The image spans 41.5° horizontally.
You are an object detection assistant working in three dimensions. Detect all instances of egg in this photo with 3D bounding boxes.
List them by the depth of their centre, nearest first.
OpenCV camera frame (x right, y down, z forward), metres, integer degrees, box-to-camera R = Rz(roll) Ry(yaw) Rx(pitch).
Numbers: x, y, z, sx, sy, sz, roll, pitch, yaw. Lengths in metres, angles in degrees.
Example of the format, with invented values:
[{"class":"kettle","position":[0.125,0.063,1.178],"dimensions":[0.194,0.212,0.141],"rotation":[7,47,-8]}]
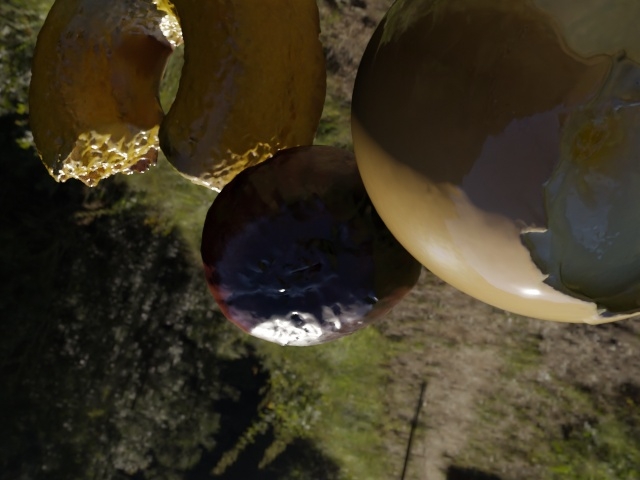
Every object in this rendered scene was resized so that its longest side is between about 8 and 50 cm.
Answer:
[{"class":"egg","position":[0.113,-0.064,0.452],"dimensions":[0.201,0.201,0.244],"rotation":[27,179,-27]}]

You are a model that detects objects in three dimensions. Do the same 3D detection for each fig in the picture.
[{"class":"fig","position":[-0.001,0.007,0.907],"dimensions":[0.224,0.223,0.263],"rotation":[1,171,29]}]

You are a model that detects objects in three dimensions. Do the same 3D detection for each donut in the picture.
[{"class":"donut","position":[-0.212,-0.241,1.100],"dimensions":[0.435,0.377,0.163],"rotation":[-1,180,33]}]
